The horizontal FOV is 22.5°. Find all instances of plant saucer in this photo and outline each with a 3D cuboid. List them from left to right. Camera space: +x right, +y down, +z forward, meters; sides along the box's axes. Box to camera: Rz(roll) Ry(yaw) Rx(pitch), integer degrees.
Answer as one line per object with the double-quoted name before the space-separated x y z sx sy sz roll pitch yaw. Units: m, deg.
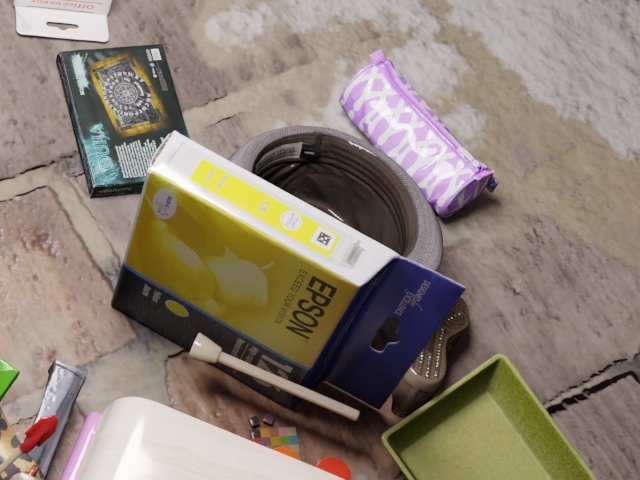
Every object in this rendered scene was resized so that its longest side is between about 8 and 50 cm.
"plant saucer" 0.175 0.243 1.692 0.188 0.045 0.188 -31 80 -31

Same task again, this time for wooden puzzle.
"wooden puzzle" -0.046 0.217 1.667 0.049 0.006 0.083 -1 60 -19

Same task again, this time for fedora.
"fedora" 0.000 0.000 1.736 0.243 0.124 0.275 0 42 -22

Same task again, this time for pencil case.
"pencil case" 0.112 -0.120 1.881 0.086 0.088 0.206 -34 74 -34

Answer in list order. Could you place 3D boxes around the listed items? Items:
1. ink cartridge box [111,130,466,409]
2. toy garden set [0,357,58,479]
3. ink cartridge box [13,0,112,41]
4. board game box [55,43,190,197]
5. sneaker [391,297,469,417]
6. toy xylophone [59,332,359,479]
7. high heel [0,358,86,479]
"ink cartridge box" -0.047 0.058 1.585 0.307 0.304 0.072 31 59 3
"toy garden set" -0.351 0.219 1.486 0.203 0.049 0.244 34 84 2
"ink cartridge box" -0.301 -0.332 1.887 0.115 0.067 0.198 2 59 -18
"board game box" -0.219 -0.138 1.819 0.126 0.026 0.186 -6 62 -22
"sneaker" 0.109 0.118 1.752 0.066 0.071 0.188 31 33 0
"toy xylophone" -0.084 0.238 1.593 0.322 0.081 0.236 30 57 1
"high heel" -0.375 0.164 1.544 0.261 0.093 0.186 22 61 -3
